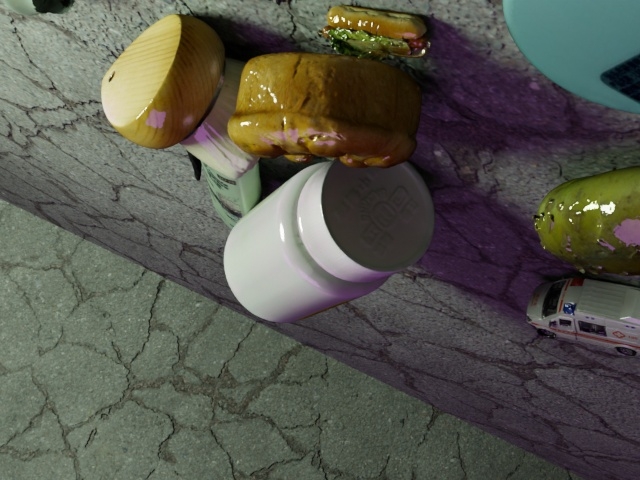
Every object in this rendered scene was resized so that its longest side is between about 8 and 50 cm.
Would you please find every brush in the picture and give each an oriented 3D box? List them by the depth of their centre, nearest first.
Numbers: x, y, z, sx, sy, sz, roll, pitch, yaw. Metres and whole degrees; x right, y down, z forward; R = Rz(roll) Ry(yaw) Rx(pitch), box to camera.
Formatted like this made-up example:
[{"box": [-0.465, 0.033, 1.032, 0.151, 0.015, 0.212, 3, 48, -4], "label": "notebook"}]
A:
[{"box": [-0.181, -0.190, 1.073, 0.166, 0.174, 0.266, 25, 174, -36], "label": "brush"}]

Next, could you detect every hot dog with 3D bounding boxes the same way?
[{"box": [0.057, -0.216, 0.850, 0.133, 0.041, 0.056, 16, 161, 26], "label": "hot dog"}]

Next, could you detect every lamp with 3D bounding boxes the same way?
[{"box": [0.254, -0.156, 0.562, 0.284, 0.147, 0.209, 47, 162, -7], "label": "lamp"}]

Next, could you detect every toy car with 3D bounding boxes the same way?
[{"box": [0.417, 0.107, 1.241, 0.209, 0.089, 0.108, 11, 158, 33], "label": "toy car"}]

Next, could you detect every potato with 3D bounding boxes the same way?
[{"box": [0.355, -0.020, 0.901, 0.149, 0.113, 0.251, 41, 159, -33], "label": "potato"}]

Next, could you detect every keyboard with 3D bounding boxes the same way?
[{"box": [-0.217, -0.167, 1.351, 0.013, 0.061, 0.204, 2, 162, 0], "label": "keyboard"}]

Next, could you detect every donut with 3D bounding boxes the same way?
[{"box": [0.008, -0.143, 0.914, 0.226, 0.114, 0.226, 7, -178, 0], "label": "donut"}]

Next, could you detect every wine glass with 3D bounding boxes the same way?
[{"box": [-0.413, -0.342, 1.065, 0.195, 0.079, 0.079, 15, 161, 32], "label": "wine glass"}]

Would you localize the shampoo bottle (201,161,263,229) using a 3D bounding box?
[{"box": [-0.158, -0.119, 1.372, 0.134, 0.078, 0.359, 47, 167, 12], "label": "shampoo bottle"}]

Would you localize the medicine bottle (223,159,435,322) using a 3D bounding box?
[{"box": [0.000, 0.000, 1.256, 0.213, 0.213, 0.378, 30, 156, -15], "label": "medicine bottle"}]
